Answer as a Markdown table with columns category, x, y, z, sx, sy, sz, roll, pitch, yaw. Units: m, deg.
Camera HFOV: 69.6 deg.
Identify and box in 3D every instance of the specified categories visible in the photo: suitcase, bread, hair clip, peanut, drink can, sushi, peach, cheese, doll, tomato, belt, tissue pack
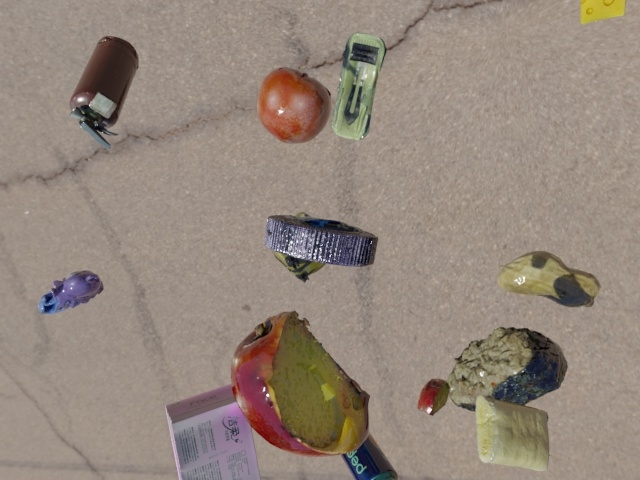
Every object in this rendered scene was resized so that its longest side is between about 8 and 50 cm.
| category | x | y | z | sx | sy | sz | roll | pitch | yaw |
| --- | --- | --- | --- | --- | --- | --- | --- | --- | --- |
| suitcase | -0.056 | 0.026 | 1.594 | 0.235 | 0.194 | 0.143 | 37 | 164 | 52 |
| bread | 0.427 | 0.424 | 1.014 | 0.178 | 0.140 | 0.060 | 17 | 151 | -23 |
| hair clip | 0.121 | -0.494 | 1.491 | 0.138 | 0.091 | 0.322 | 15 | 113 | 6 |
| peanut | 0.717 | 0.118 | 1.448 | 0.291 | 0.143 | 0.159 | 15 | 123 | 19 |
| drink can | 0.137 | 0.662 | 1.382 | 0.205 | 0.118 | 0.118 | 43 | 136 | 53 |
| sushi | 0.535 | 0.384 | 1.352 | 0.170 | 0.211 | 0.350 | 30 | 135 | -11 |
| peach | 0.230 | 0.326 | 0.953 | 0.050 | 0.083 | 0.077 | 14 | 142 | 32 |
| cheese | 0.658 | -0.618 | 1.071 | 0.093 | 0.126 | 0.171 | 2 | 126 | 34 |
| peach | -0.042 | 0.256 | 0.752 | 0.153 | 0.159 | 0.267 | -8 | 128 | 50 |
| doll | -0.519 | 0.111 | 0.950 | 0.205 | 0.110 | 0.067 | -30 | 80 | 28 |
| tomato | -0.095 | -0.462 | 1.613 | 0.264 | 0.265 | 0.265 | 9 | 116 | 18 |
| belt | 0.000 | 0.000 | 1.338 | 0.324 | 0.260 | 0.122 | 9 | 99 | 0 |
| tissue pack | -0.201 | 0.426 | 0.898 | 0.092 | 0.148 | 0.247 | -171 | 72 | -65 |

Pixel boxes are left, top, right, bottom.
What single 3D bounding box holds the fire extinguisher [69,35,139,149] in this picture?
| category | x | y | z | sx | sy | sz | roll | pitch | yaw |
| --- | --- | --- | --- | --- | --- | --- | --- | --- | --- |
| fire extinguisher | -0.451 | -0.312 | 0.967 | 0.104 | 0.269 | 0.105 | -2 | 143 | -1 |
